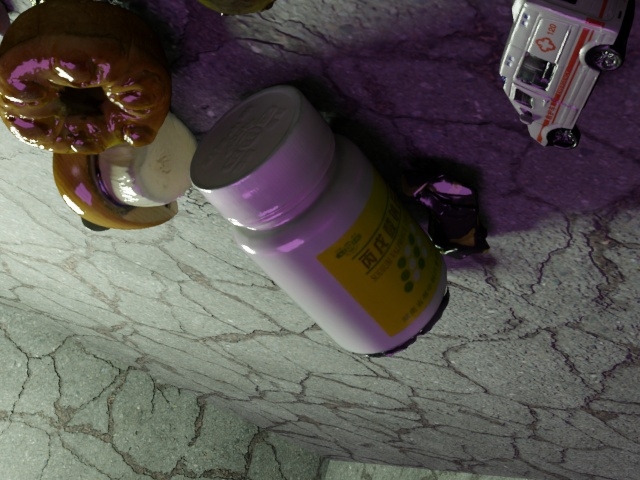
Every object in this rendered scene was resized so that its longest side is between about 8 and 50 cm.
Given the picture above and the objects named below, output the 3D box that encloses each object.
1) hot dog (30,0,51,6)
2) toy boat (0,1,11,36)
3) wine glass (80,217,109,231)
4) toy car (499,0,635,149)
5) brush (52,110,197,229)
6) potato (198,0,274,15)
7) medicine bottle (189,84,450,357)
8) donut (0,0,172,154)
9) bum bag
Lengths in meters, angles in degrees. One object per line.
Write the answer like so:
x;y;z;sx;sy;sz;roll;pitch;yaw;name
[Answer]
-0.341;-0.302;1.002;0.056;0.041;0.133;19;156;1;hot dog
-0.485;-0.323;1.090;0.122;0.034;0.096;22;158;14;toy boat
-0.428;-0.089;1.482;0.079;0.079;0.195;16;157;6;wine glass
0.229;-0.178;0.789;0.108;0.089;0.210;16;154;8;toy car
-0.274;-0.101;1.251;0.166;0.174;0.267;-2;158;21;brush
-0.109;-0.308;0.726;0.149;0.113;0.251;11;157;26;potato
0.006;-0.019;1.121;0.213;0.213;0.379;-4;140;42;medicine bottle
-0.300;-0.203;1.023;0.226;0.114;0.226;-7;151;-4;donut
0.188;-0.034;1.163;0.106;0.060;0.232;16;162;28;bum bag
